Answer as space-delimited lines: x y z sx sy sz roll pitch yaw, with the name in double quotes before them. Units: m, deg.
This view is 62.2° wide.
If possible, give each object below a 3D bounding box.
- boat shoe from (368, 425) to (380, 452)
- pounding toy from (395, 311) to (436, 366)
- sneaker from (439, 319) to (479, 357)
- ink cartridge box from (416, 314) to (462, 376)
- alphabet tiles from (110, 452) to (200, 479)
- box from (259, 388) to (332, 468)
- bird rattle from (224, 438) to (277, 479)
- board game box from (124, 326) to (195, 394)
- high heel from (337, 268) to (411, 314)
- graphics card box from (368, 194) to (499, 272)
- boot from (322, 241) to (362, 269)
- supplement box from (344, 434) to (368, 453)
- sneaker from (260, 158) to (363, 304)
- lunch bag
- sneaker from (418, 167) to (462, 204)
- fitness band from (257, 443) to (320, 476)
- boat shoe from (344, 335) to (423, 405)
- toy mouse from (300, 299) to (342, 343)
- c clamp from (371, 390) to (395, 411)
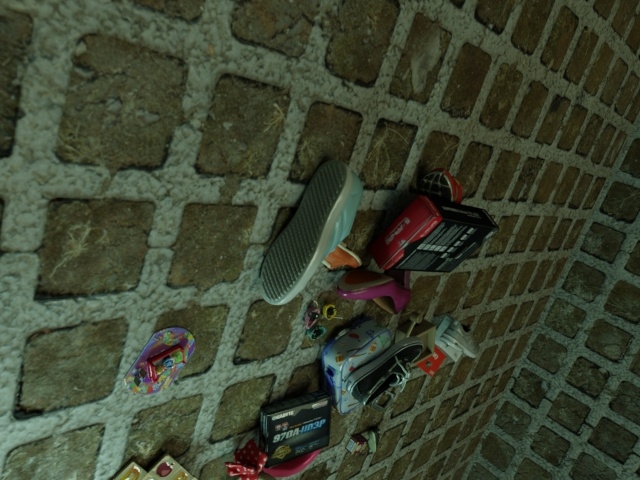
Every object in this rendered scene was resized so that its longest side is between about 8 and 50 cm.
"boat shoe" 0.219 0.801 2.129 0.042 0.049 0.132 -22 126 -29
"pounding toy" 0.318 0.334 1.890 0.181 0.094 0.205 -18 119 -35
"sneaker" 0.580 0.389 2.115 0.281 0.105 0.115 29 92 -52
"ink cartridge box" 0.521 0.463 2.235 0.238 0.060 0.275 -55 143 -7
"alphabet tiles" -0.444 0.675 1.247 0.342 0.011 0.285 -44 125 -20
"box" -0.072 0.547 1.549 0.220 0.051 0.175 -6 107 -32
"bird rattle" -0.184 0.695 1.480 0.253 0.207 0.143 -63 172 14
"board game box" -0.332 0.268 1.136 0.168 0.033 0.133 -56 143 -3
"high heel" 0.163 0.173 1.554 0.377 0.127 0.181 -7 111 -50
"graphics card box" 0.343 -0.008 1.575 0.371 0.094 0.232 6 135 -43
"boot" 0.046 0.047 1.403 0.084 0.059 0.158 -54 135 -1
"supplement box" 0.136 0.777 2.022 0.083 0.043 0.054 20 98 -53
"sneaker" 0.000 0.000 1.247 0.150 0.135 0.365 29 92 -50
"lunch bag" 0.103 0.389 1.658 0.243 0.115 0.303 -29 135 -31
"sneaker" 0.378 -0.156 1.620 0.118 0.107 0.279 -60 154 -13
"fitness band" -0.087 0.647 1.667 0.209 0.054 0.291 -57 142 -3
"boat shoe" 0.220 0.397 1.610 0.306 0.105 0.113 -20 131 -35
"toy mouse" -0.017 0.226 1.470 0.143 0.031 0.161 -48 142 -15
"c clamp" 0.251 0.601 2.049 0.137 0.022 0.160 -51 142 -11
